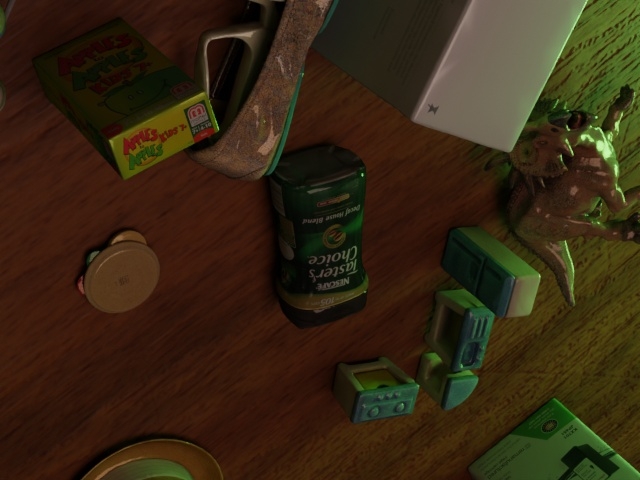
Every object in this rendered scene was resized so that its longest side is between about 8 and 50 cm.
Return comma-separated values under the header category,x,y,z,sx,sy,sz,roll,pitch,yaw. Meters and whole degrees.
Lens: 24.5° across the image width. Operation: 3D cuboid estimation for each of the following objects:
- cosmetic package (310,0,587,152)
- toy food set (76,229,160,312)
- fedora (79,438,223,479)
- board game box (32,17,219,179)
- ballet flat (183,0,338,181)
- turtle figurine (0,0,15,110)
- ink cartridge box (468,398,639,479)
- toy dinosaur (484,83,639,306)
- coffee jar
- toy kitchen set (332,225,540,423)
category,x,y,z,sx,sy,sz,roll,pitch,yaw
cosmetic package,0.119,-0.236,1.361,0.138,0.224,0.224,14,109,-37
toy food set,-0.198,0.035,1.453,0.082,0.020,0.083,-37,131,-9
fedora,-0.180,0.305,1.588,0.194,0.079,0.194,-15,124,-24
board game box,-0.171,-0.126,1.267,0.092,0.181,0.043,-29,129,-15
ballet flat,-0.052,-0.200,1.357,0.106,0.107,0.316,9,111,-26
turtle figurine,-0.361,-0.150,1.185,0.266,0.275,0.198,-33,156,14
ink cartridge box,0.308,0.318,1.826,0.153,0.208,0.087,-38,131,-9
toy dinosaur,0.259,-0.060,1.635,0.200,0.127,0.296,-6,133,-22
coffee jar,0.000,0.000,1.523,0.096,0.079,0.184,-19,126,-23
toy kitchen set,0.123,0.107,1.638,0.166,0.122,0.207,-5,119,-31
